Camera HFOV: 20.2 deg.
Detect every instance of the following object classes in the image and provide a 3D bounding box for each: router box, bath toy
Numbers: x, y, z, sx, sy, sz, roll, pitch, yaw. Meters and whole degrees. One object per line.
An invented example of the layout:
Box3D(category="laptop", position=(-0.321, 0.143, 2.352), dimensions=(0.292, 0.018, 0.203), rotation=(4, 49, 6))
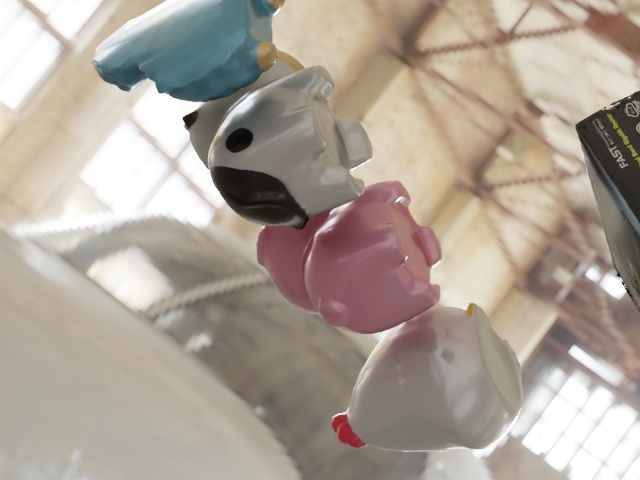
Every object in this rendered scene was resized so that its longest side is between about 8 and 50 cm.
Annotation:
Box3D(category="router box", position=(0.155, 0.006, 0.777), dimensions=(0.092, 0.038, 0.122), rotation=(64, 1, 37))
Box3D(category="bath toy", position=(0.000, 0.000, 1.126), dimensions=(0.348, 0.129, 0.151), rotation=(56, 22, -23))
